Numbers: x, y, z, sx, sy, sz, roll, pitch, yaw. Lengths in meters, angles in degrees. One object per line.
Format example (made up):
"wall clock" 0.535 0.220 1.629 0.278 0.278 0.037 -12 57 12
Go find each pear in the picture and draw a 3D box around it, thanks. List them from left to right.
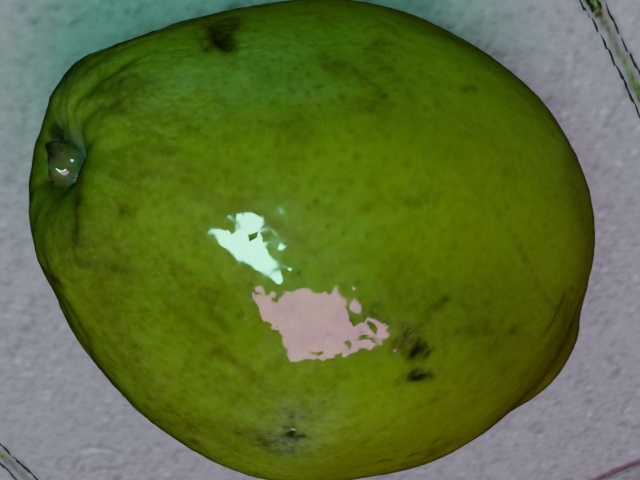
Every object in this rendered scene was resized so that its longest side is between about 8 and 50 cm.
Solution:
"pear" 0.000 0.000 0.699 0.269 0.212 0.212 18 122 -37
